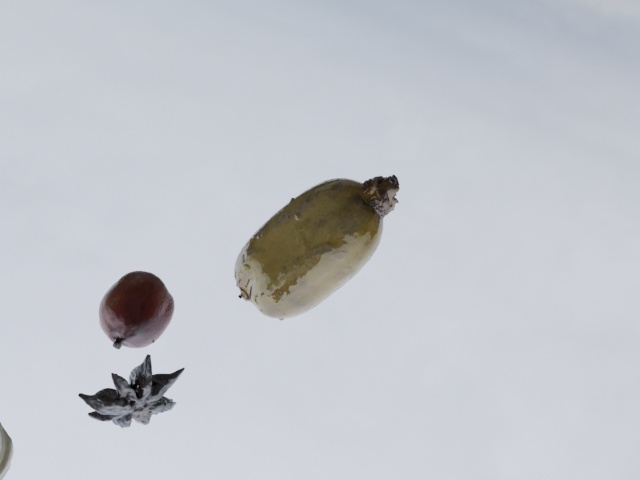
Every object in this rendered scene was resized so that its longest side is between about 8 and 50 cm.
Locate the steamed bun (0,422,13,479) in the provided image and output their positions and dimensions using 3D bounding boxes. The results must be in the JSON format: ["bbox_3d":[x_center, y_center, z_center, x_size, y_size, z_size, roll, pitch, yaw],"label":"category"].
[{"bbox_3d":[-0.499,0.263,1.115,0.183,0.182,0.106,23,-136,18],"label":"steamed bun"}]

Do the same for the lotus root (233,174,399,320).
[{"bbox_3d":[0.000,0.000,1.436,0.169,0.343,0.151,56,-165,19],"label":"lotus root"}]

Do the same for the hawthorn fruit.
[{"bbox_3d":[-0.423,0.163,1.907,0.169,0.169,0.188,21,-135,14],"label":"hawthorn fruit"}]

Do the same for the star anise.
[{"bbox_3d":[-0.344,0.291,1.590,0.061,0.180,0.204,46,-178,39],"label":"star anise"}]
